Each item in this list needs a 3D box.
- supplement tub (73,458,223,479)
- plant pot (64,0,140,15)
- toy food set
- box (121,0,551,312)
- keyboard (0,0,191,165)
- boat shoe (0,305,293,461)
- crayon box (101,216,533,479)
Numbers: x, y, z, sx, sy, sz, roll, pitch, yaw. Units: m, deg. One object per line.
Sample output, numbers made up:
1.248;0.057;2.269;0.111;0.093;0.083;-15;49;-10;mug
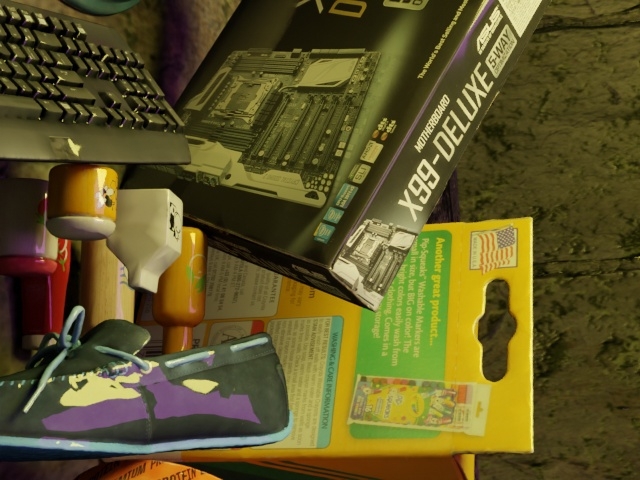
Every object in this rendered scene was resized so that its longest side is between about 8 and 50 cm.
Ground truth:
-0.123;0.290;0.585;0.316;0.194;0.193;-74;154;-49;supplement tub
-0.040;-0.357;0.788;0.341;0.334;0.341;-4;90;-74;plant pot
-0.145;0.027;0.708;0.232;0.111;0.104;61;28;-79;toy food set
0.013;-0.121;0.850;0.307;0.242;0.076;-59;138;-12;box
-0.192;-0.121;0.582;0.201;0.033;0.317;50;17;11;keyboard
-0.135;0.092;0.676;0.258;0.109;0.089;8;74;-47;boat shoe
0.009;0.095;0.845;0.083;0.323;0.203;64;27;-50;crayon box
